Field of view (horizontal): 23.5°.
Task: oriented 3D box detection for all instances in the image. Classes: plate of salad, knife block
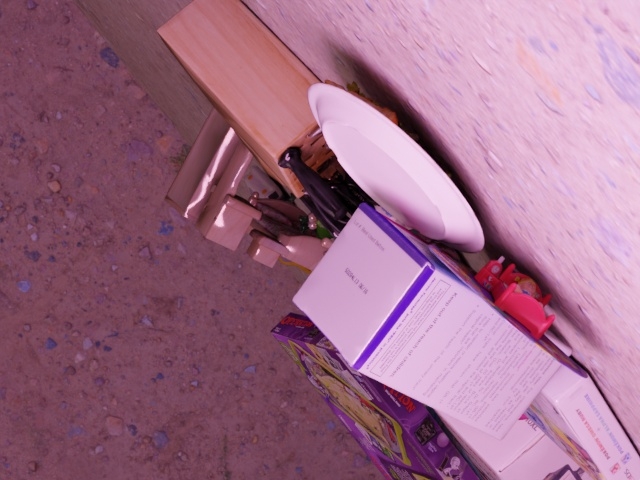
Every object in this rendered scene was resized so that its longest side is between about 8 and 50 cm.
[{"bbox_3d":[0.068,-0.066,1.297,0.200,0.048,0.200,41,167,11],"label":"plate of salad"},{"bbox_3d":[-0.030,-0.123,1.533,0.276,0.088,0.242,52,174,-17],"label":"knife block"}]

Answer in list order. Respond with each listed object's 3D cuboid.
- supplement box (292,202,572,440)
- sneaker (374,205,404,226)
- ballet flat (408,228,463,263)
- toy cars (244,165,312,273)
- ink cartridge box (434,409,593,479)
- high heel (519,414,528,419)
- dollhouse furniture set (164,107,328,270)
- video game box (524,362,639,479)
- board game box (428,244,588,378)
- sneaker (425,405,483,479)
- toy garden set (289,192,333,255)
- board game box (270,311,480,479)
[{"bbox_3d":[0.101,0.075,1.353,0.220,0.114,0.111,28,-168,-41],"label":"supplement box"},{"bbox_3d":[0.057,-0.014,1.726,0.052,0.058,0.135,50,176,7],"label":"sneaker"},{"bbox_3d":[0.140,0.069,1.603,0.079,0.077,0.221,-106,-11,-52],"label":"ballet flat"},{"bbox_3d":[-0.079,-0.016,2.741,0.176,0.087,0.394,49,175,7],"label":"toy cars"},{"bbox_3d":[0.240,0.254,1.836,0.172,0.100,0.237,45,173,47],"label":"ink cartridge box"},{"bbox_3d":[0.146,0.107,1.681,0.244,0.082,0.117,44,169,7],"label":"high heel"},{"bbox_3d":[-0.013,-0.045,2.164,0.355,0.174,0.303,26,-175,-24],"label":"dollhouse furniture set"},{"bbox_3d":[0.224,0.148,1.510,0.205,0.048,0.187,44,171,51],"label":"video game box"},{"bbox_3d":[0.162,0.045,1.260,0.133,0.033,0.169,32,-170,-47],"label":"board game box"},{"bbox_3d":[0.253,0.324,2.133,0.319,0.127,0.208,63,169,-22],"label":"sneaker"},{"bbox_3d":[0.000,0.000,1.918,0.204,0.049,0.244,90,161,-81],"label":"toy garden set"},{"bbox_3d":[0.091,0.243,2.005,0.347,0.056,0.208,53,156,-22],"label":"board game box"}]
